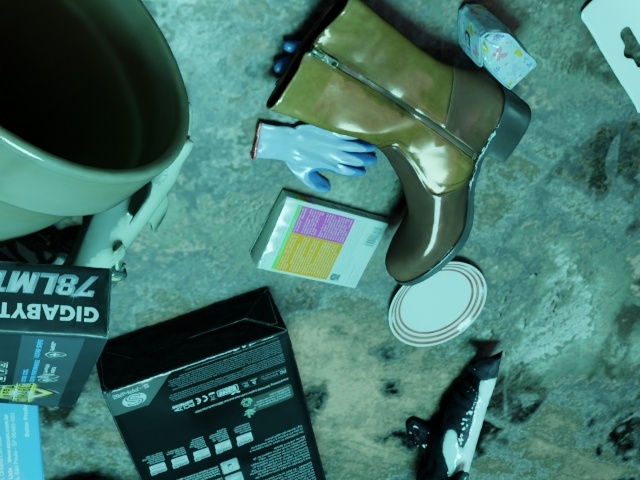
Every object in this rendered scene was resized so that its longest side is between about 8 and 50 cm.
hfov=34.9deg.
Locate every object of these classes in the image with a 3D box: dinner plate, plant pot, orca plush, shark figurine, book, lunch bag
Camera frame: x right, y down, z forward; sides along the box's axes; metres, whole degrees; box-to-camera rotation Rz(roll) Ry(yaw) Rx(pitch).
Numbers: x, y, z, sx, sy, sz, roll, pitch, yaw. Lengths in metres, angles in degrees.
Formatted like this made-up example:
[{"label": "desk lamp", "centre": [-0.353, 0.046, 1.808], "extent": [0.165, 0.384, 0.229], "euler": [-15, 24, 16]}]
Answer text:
[{"label": "dinner plate", "centre": [0.154, 0.082, 1.357], "extent": [0.141, 0.017, 0.141], "euler": [-10, 127, -14]}, {"label": "plant pot", "centre": [-0.322, -0.109, 0.874], "extent": [0.323, 0.323, 0.280], "euler": [30, 125, -35]}, {"label": "orca plush", "centre": [0.171, 0.279, 1.453], "extent": [0.102, 0.151, 0.287], "euler": [16, 125, 6]}, {"label": "shark figurine", "centre": [-0.242, -0.023, 1.054], "extent": [0.116, 0.278, 0.166], "euler": [32, 148, 3]}, {"label": "book", "centre": [0.000, 0.000, 1.228], "extent": [0.144, 0.035, 0.096], "euler": [15, 114, -30]}, {"label": "lunch bag", "centre": [0.186, -0.216, 1.120], "extent": [0.053, 0.071, 0.083], "euler": [-41, 131, 14]}]

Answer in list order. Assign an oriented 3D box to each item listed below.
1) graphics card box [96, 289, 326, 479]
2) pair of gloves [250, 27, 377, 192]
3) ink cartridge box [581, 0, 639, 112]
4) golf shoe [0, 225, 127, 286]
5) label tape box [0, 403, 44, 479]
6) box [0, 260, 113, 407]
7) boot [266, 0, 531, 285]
[{"label": "graphics card box", "centre": [-0.127, 0.255, 1.320], "extent": [0.233, 0.094, 0.371], "euler": [-19, 130, -7]}, {"label": "pair of gloves", "centre": [0.009, -0.141, 1.136], "extent": [0.159, 0.023, 0.198], "euler": [5, 121, -24]}, {"label": "ink cartridge box", "centre": [0.498, -0.290, 1.159], "extent": [0.353, 0.119, 0.207], "euler": [-40, 129, 9]}, {"label": "golf shoe", "centre": [-0.308, 0.022, 1.092], "extent": [0.198, 0.077, 0.094], "euler": [29, 110, -34]}, {"label": "label tape box", "centre": [-0.472, 0.232, 1.093], "extent": [0.334, 0.106, 0.240], "euler": [-4, 92, -19]}, {"label": "box", "centre": [-0.355, 0.086, 0.924], "extent": [0.293, 0.073, 0.295], "euler": [5, 159, -19]}, {"label": "boot", "centre": [0.066, -0.097, 1.117], "extent": [0.280, 0.096, 0.264], "euler": [21, 113, -32]}]
